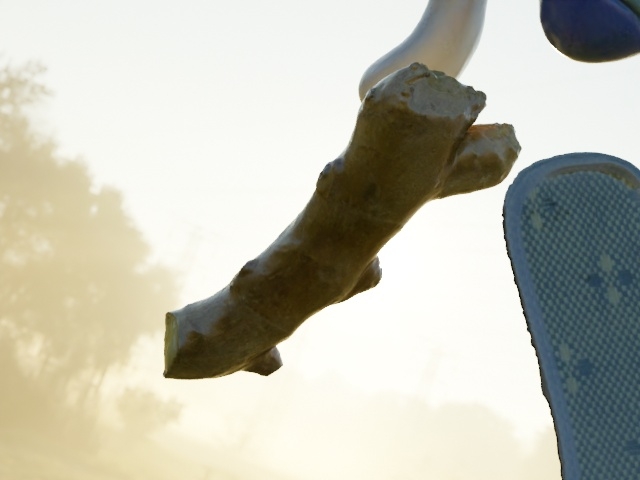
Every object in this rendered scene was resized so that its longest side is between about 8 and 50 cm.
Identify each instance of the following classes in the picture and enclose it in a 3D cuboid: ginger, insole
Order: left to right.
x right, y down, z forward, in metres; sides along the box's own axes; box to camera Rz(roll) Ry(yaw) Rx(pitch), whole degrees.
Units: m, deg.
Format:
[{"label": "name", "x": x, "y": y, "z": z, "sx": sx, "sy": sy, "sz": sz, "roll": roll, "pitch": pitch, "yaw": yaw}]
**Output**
[{"label": "ginger", "x": 0.000, "y": -0.002, "z": 0.972, "sx": 0.118, "sy": 0.299, "sz": 0.065, "roll": 41, "pitch": 17, "yaw": -26}, {"label": "insole", "x": 0.150, "y": 0.109, "z": 0.613, "sx": 0.109, "sy": 0.322, "sz": 0.007, "roll": -9, "pitch": -16, "yaw": -12}]

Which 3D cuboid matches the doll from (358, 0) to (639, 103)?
[{"label": "doll", "x": 0.198, "y": -0.263, "z": 0.982, "sx": 0.366, "sy": 0.376, "sz": 0.187, "roll": 7, "pitch": 26, "yaw": 21}]
